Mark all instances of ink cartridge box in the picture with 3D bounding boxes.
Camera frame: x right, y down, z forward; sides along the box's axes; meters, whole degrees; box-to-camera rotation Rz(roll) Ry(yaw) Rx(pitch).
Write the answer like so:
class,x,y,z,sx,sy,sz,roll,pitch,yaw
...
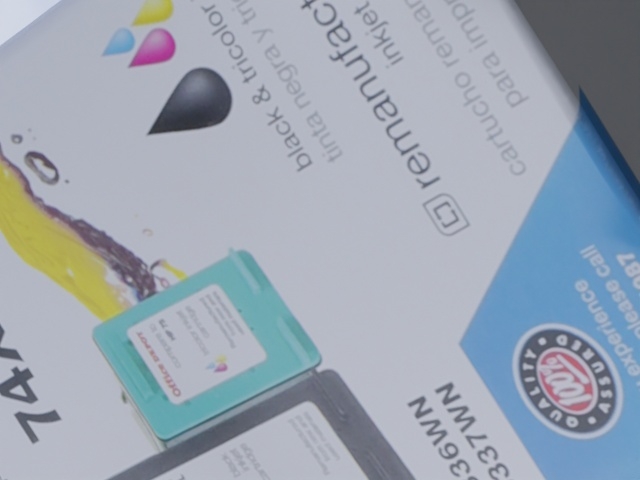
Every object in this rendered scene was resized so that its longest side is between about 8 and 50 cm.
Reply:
class,x,y,z,sx,sy,sz,roll,pitch,yaw
ink cartridge box,0.000,0.000,0.594,0.198,0.270,0.197,57,-149,-4
